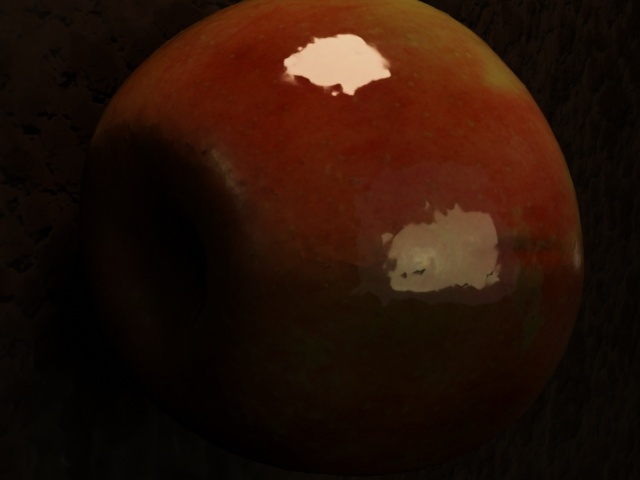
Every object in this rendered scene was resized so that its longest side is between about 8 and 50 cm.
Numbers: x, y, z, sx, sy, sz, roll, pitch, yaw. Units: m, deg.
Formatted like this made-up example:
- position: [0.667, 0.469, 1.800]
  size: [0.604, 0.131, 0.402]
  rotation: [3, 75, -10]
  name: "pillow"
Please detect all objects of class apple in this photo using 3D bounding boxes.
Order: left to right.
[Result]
- position: [0.000, 0.000, 0.752]
  size: [0.277, 0.319, 0.319]
  rotation: [-18, 111, -31]
  name: "apple"
